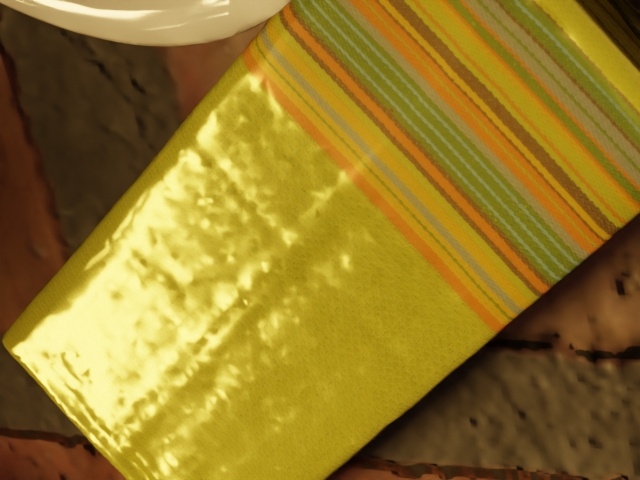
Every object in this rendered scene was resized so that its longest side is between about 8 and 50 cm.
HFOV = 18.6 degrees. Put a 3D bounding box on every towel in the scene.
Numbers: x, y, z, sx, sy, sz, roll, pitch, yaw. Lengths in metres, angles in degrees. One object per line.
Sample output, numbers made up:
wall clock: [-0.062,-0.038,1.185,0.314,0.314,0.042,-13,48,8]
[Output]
towel: [0.000,0.000,0.536,0.102,0.021,0.237,48,131,3]

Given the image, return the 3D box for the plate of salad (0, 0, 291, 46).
plate of salad: [-0.086,-0.113,0.435,0.200,0.048,0.200,25,149,16]
